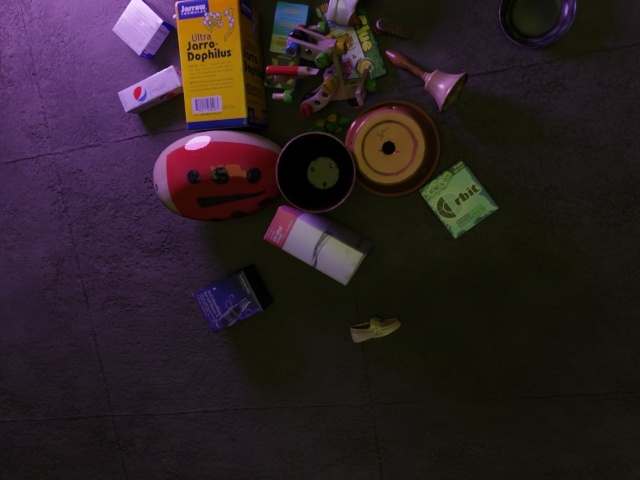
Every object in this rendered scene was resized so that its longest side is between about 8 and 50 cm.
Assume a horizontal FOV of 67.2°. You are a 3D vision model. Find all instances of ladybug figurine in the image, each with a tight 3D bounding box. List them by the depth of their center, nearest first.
[{"bbox_3d":[-0.301,-0.176,1.459,0.449,0.162,0.305,-10,135,12],"label":"ladybug figurine"}]

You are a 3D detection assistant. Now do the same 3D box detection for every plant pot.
[{"bbox_3d":[0.200,-0.261,1.377,0.290,0.203,0.291,2,101,11],"label":"plant pot"},{"bbox_3d":[-0.001,-0.196,1.396,0.215,0.230,0.215,1,98,6],"label":"plant pot"}]

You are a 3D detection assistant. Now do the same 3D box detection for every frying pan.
[{"bbox_3d":[0.544,-0.671,1.315,0.326,0.053,0.197,45,105,3],"label":"frying pan"}]

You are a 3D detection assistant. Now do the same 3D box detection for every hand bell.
[{"bbox_3d":[0.287,-0.482,1.388,0.242,0.126,0.126,37,105,16],"label":"hand bell"}]

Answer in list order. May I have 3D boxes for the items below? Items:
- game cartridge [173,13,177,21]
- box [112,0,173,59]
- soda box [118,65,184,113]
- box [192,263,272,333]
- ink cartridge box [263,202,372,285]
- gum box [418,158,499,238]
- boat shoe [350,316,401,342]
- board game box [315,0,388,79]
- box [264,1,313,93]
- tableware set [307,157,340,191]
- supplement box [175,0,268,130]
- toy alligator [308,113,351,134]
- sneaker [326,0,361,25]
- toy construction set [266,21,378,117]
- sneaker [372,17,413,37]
[{"bbox_3d":[-0.411,-0.700,1.502,0.083,0.056,0.017,-15,89,13],"label":"game cartridge"},{"bbox_3d":[-0.562,-0.674,1.529,0.126,0.072,0.137,44,106,2],"label":"box"},{"bbox_3d":[-0.536,-0.484,1.555,0.216,0.074,0.069,-19,95,14],"label":"soda box"},{"bbox_3d":[-0.290,0.192,1.603,0.207,0.108,0.153,-27,93,15],"label":"box"},{"bbox_3d":[0.000,0.000,1.459,0.283,0.207,0.117,30,105,5],"label":"ink cartridge box"},{"bbox_3d":[0.411,-0.124,1.440,0.157,0.041,0.184,-37,90,15],"label":"gum box"},{"bbox_3d":[0.173,0.277,1.546,0.170,0.063,0.059,-22,100,15],"label":"boat shoe"},{"bbox_3d":[0.093,-0.593,1.432,0.136,0.030,0.260,-21,95,12],"label":"board game box"},{"bbox_3d":[-0.098,-0.580,1.456,0.100,0.060,0.244,13,102,9],"label":"box"},{"bbox_3d":[-0.011,-0.198,1.524,0.141,0.020,0.169,19,100,3],"label":"tableware set"},{"bbox_3d":[-0.286,-0.508,1.437,0.195,0.194,0.357,-2,99,12],"label":"supplement box"},{"bbox_3d":[0.003,-0.351,1.483,0.189,0.056,0.051,-17,53,17],"label":"toy alligator"},{"bbox_3d":[0.108,-0.747,1.333,0.123,0.106,0.290,16,120,3],"label":"sneaker"},{"bbox_3d":[0.025,-0.456,1.314,0.237,0.309,0.258,8,116,20],"label":"toy construction set"},{"bbox_3d":[0.208,-0.616,1.403,0.118,0.067,0.042,8,100,-20],"label":"sneaker"}]
